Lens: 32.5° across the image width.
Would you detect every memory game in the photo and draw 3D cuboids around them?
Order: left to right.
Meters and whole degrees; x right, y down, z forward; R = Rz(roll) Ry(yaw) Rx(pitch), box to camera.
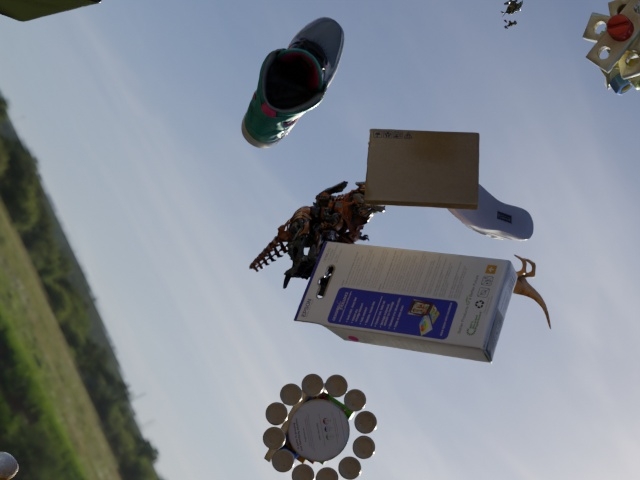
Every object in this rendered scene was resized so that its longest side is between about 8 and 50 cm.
[{"bbox_3d":[-0.001,0.302,1.738,0.186,0.186,0.012,61,-3,13],"label":"memory game"}]

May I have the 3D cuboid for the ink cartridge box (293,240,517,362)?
[{"bbox_3d":[0.148,0.103,1.941,0.371,0.176,0.069,7,-29,28],"label":"ink cartridge box"}]

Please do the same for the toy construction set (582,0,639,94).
[{"bbox_3d":[0.436,-0.289,1.441,0.151,0.215,0.327,58,21,13],"label":"toy construction set"}]

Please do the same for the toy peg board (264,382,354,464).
[{"bbox_3d":[-0.011,0.366,2.122,0.079,0.161,0.160,31,7,19],"label":"toy peg board"}]

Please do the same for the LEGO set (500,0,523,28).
[{"bbox_3d":[0.396,-0.470,2.261,0.023,0.083,0.054,25,-14,-34],"label":"LEGO set"}]

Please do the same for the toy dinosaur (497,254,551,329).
[{"bbox_3d":[0.438,0.096,2.413,0.211,0.112,0.064,27,8,17],"label":"toy dinosaur"}]

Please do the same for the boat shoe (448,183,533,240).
[{"bbox_3d":[0.334,-0.051,2.294,0.258,0.095,0.084,26,-23,-34],"label":"boat shoe"}]

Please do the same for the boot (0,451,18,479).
[{"bbox_3d":[-0.761,0.581,2.455,0.295,0.104,0.211,2,-84,45],"label":"boot"}]

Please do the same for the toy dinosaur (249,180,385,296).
[{"bbox_3d":[0.000,0.000,2.201,0.322,0.164,0.218,-43,-140,44],"label":"toy dinosaur"}]

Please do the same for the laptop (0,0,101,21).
[{"bbox_3d":[-0.466,-0.487,1.488,0.408,0.382,0.236,4,-100,51],"label":"laptop"}]

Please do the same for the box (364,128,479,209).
[{"bbox_3d":[0.182,-0.128,1.955,0.021,0.201,0.164,85,9,-56],"label":"box"}]

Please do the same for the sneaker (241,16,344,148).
[{"bbox_3d":[-0.032,-0.313,1.971,0.124,0.295,0.178,33,-20,-6],"label":"sneaker"}]
